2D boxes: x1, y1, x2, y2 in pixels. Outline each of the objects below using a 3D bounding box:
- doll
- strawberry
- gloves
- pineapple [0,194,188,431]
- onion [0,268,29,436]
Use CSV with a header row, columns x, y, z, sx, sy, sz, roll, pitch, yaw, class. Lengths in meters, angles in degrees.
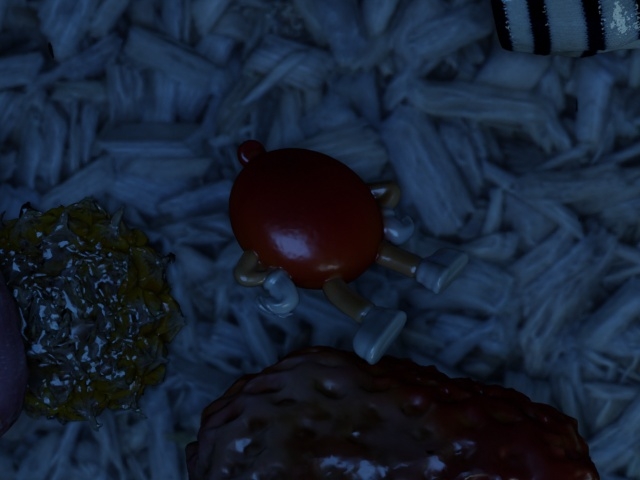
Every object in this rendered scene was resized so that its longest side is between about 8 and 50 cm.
x,y,z,sx,sy,sz,roll,pitch,yaw,class
0.000,0.000,1.294,0.217,0.085,0.183,37,51,14,doll
0.053,0.183,1.226,0.336,0.149,0.265,-8,48,5,strawberry
0.254,-0.223,1.278,0.218,0.131,0.140,-9,93,12,gloves
-0.224,0.064,1.333,0.224,0.076,0.225,0,93,3,pineapple
-0.371,0.055,1.287,0.227,0.120,0.283,-14,85,29,onion
